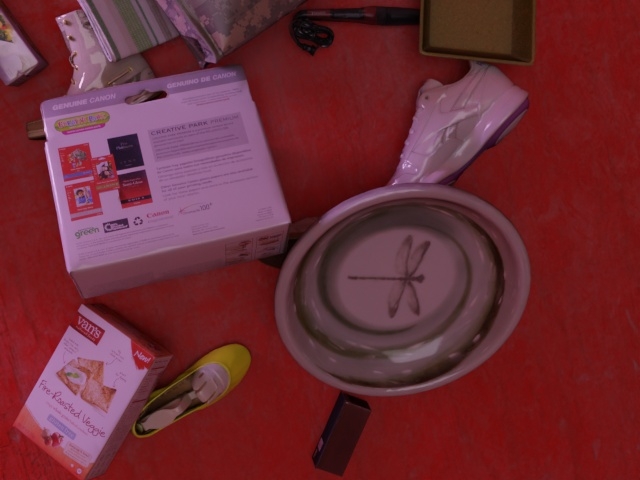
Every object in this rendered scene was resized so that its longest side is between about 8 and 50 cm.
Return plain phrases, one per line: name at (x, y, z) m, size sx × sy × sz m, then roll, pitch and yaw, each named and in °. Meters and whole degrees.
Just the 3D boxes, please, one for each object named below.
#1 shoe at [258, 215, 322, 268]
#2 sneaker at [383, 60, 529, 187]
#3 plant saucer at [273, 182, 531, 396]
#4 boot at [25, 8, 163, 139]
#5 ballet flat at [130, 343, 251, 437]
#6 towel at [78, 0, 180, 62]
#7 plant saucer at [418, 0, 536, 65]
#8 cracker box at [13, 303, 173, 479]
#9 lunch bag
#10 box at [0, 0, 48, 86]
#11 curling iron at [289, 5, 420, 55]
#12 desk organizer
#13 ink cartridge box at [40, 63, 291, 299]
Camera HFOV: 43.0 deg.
shoe at (0.000, 0.000, 1.321) m, size 0.219 × 0.058 × 0.077 m, roll -6°, pitch 131°, yaw -1°
sneaker at (0.181, -0.162, 1.299) m, size 0.305 × 0.114 × 0.152 m, roll -43°, pitch 80°, yaw 3°
plant saucer at (0.123, 0.069, 1.280) m, size 0.400 × 0.101 × 0.401 m, roll -4°, pitch 123°, yaw -6°
boot at (-0.367, -0.254, 1.225) m, size 0.213 × 0.077 × 0.165 m, roll -24°, pitch 102°, yaw -9°
ballet flat at (-0.212, 0.252, 1.323) m, size 0.231 × 0.077 × 0.077 m, roll -31°, pitch 101°, yaw -1°
towel at (-0.276, -0.341, 1.216) m, size 0.152 × 0.023 × 0.113 m, roll -33°, pitch 104°, yaw -34°
plant saucer at (0.240, -0.366, 1.268) m, size 0.188 × 0.045 × 0.189 m, roll 4°, pitch 85°, yaw -10°
cracker box at (-0.359, 0.236, 1.283) m, size 0.155 × 0.067 × 0.232 m, roll 32°, pitch 94°, yaw 16°
lunch bag at (-0.153, -0.430, 1.163) m, size 0.235 × 0.169 × 0.287 m, roll -38°, pitch 107°, yaw -9°
box at (-0.529, -0.377, 1.195) m, size 0.063 × 0.067 × 0.324 m, roll -35°, pitch 100°, yaw 0°
curling iron at (0.084, -0.342, 1.283) m, size 0.273 × 0.035 × 0.068 m, roll -9°, pitch 121°, yaw -9°
desk organizer at (0.035, 0.328, 1.377) m, size 0.050 × 0.047 × 0.130 m, roll 22°, pitch 96°, yaw -11°
ink cartridge box at (-0.227, -0.090, 1.192) m, size 0.309 × 0.130 × 0.272 m, roll -12°, pitch 71°, yaw -11°
